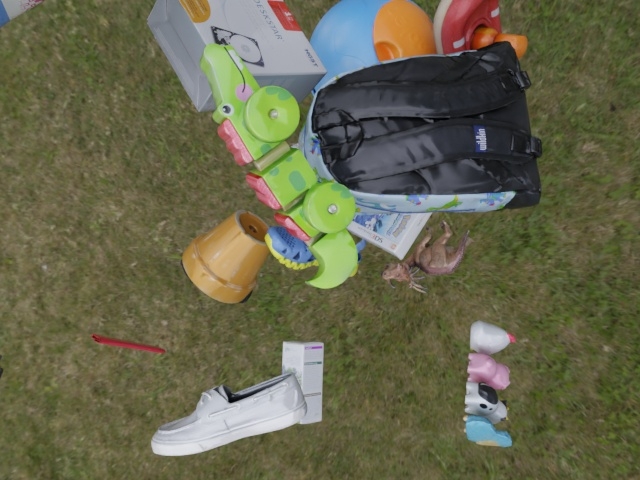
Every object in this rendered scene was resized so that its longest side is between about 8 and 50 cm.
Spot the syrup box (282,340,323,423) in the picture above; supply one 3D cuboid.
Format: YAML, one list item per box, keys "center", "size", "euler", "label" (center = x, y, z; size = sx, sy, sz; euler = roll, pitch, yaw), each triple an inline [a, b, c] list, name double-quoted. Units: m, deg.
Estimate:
- center: [-0.056, 0.427, 1.674]
  size: [0.093, 0.096, 0.236]
  euler: [-5, 80, 43]
  label: "syrup box"

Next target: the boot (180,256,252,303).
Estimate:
- center: [-0.331, 0.091, 1.568]
  size: [0.207, 0.246, 0.094]
  euler: [22, 80, 29]
  label: "boot"

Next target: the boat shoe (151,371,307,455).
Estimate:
- center: [-0.110, 0.200, 0.644]
  size: [0.184, 0.066, 0.063]
  euler: [-13, 93, 2]
  label: "boat shoe"

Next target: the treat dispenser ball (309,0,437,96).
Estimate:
- center: [0.114, -0.374, 1.168]
  size: [0.288, 0.288, 0.288]
  euler: [0, 87, 10]
  label: "treat dispenser ball"

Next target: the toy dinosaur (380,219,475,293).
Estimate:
- center: [0.337, 0.063, 1.623]
  size: [0.127, 0.296, 0.200]
  euler: [41, 60, -21]
  label: "toy dinosaur"

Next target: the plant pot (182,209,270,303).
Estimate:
- center: [-0.223, 0.028, 1.440]
  size: [0.205, 0.205, 0.188]
  euler: [47, 114, 9]
  label: "plant pot"

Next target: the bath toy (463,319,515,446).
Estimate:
- center: [0.476, 0.387, 1.535]
  size: [0.129, 0.151, 0.348]
  euler: [2, 51, 18]
  label: "bath toy"

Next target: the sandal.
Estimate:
- center: [0.000, 0.000, 1.395]
  size: [0.138, 0.317, 0.126]
  euler: [-53, 50, 28]
  label: "sandal"

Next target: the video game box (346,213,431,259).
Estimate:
- center: [0.180, -0.078, 1.352]
  size: [0.187, 0.048, 0.205]
  euler: [29, 85, 43]
  label: "video game box"

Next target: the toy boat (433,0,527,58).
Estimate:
- center: [0.306, -0.365, 1.005]
  size: [0.151, 0.231, 0.151]
  euler: [-44, 44, -20]
  label: "toy boat"

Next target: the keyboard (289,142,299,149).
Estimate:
- center: [0.003, -0.309, 1.713]
  size: [0.256, 0.014, 0.072]
  euler: [-32, 63, -35]
  label: "keyboard"

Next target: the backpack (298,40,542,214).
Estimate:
- center: [0.142, -0.163, 0.917]
  size: [0.356, 0.273, 0.290]
  euler: [-9, 86, -23]
  label: "backpack"

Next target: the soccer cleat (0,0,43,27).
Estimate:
- center: [-0.354, -0.252, 0.537]
  size: [0.331, 0.143, 0.116]
  euler: [-22, 121, 34]
  label: "soccer cleat"

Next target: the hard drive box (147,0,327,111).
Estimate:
- center: [-0.130, -0.315, 0.897]
  size: [0.089, 0.232, 0.181]
  euler: [-39, 78, 42]
  label: "hard drive box"

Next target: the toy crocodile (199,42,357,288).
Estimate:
- center: [-0.054, -0.090, 0.704]
  size: [0.105, 0.115, 0.340]
  euler: [-37, 108, -12]
  label: "toy crocodile"

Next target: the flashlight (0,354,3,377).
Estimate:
- center: [-0.651, 0.330, 0.961]
  size: [0.103, 0.304, 0.103]
  euler: [3, 116, -16]
  label: "flashlight"

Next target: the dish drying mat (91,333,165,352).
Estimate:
- center: [-0.233, 0.127, 0.667]
  size: [0.032, 0.083, 0.008]
  euler: [2, 74, 49]
  label: "dish drying mat"
